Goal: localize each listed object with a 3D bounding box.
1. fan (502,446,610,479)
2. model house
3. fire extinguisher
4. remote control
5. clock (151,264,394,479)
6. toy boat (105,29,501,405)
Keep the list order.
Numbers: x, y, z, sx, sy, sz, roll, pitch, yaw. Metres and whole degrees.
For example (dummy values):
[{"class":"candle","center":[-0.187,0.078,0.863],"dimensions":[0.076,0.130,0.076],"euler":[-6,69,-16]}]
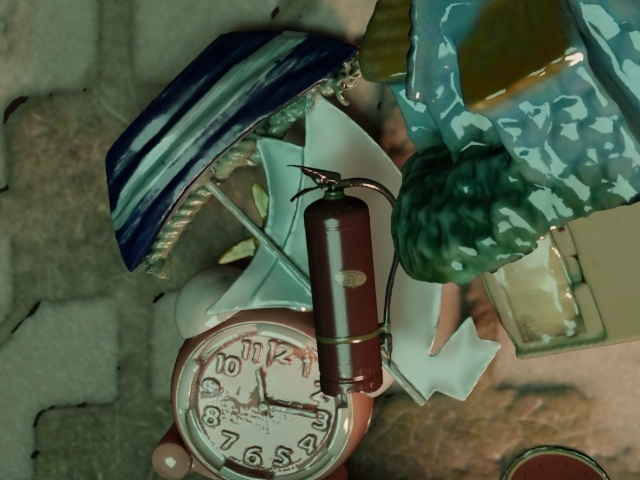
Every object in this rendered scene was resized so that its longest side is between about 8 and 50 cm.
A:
[{"class":"fan","center":[0.168,0.207,1.417],"dimensions":[0.085,0.005,0.133],"euler":[18,120,10]},{"class":"model house","center":[0.101,-0.148,1.100],"dimensions":[0.226,0.261,0.241],"euler":[-24,107,28]},{"class":"fire extinguisher","center":[0.021,0.021,1.268],"dimensions":[0.045,0.078,0.157],"euler":[21,120,62]},{"class":"remote control","center":[0.236,0.002,1.269],"dimensions":[0.285,0.038,0.123],"euler":[-14,110,28]},{"class":"clock","center":[-0.032,0.101,1.391],"dimensions":[0.166,0.093,0.162],"euler":[17,112,5]},{"class":"toy boat","center":[0.000,0.000,1.300],"dimensions":[0.291,0.067,0.220],"euler":[45,102,2]}]
